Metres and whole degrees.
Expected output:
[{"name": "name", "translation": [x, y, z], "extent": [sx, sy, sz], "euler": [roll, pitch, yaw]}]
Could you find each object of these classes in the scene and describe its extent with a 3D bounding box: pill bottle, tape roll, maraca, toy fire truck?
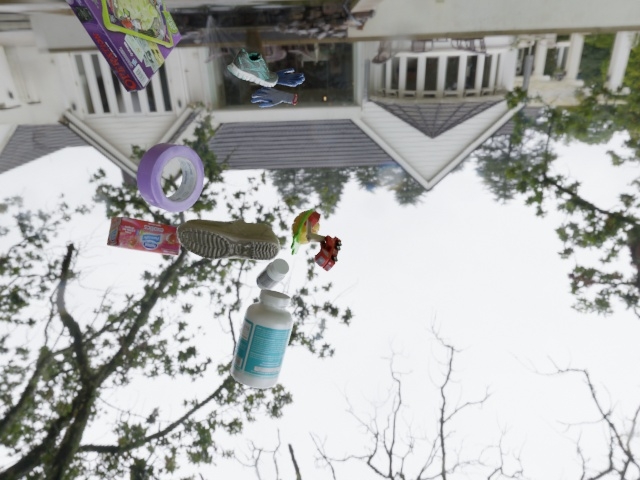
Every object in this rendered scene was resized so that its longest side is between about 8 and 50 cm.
[{"name": "pill bottle", "translation": [-0.171, 0.122, 1.584], "extent": [0.078, 0.137, 0.078], "euler": [19, -128, -25]}, {"name": "pill bottle", "translation": [-0.164, 0.282, 1.290], "extent": [0.146, 0.264, 0.146], "euler": [15, -176, -1]}, {"name": "tape roll", "translation": [-0.608, -0.257, 1.805], "extent": [0.090, 0.275, 0.275], "euler": [14, -151, 28]}, {"name": "maraca", "translation": [-0.061, -0.031, 1.563], "extent": [0.099, 0.127, 0.186], "euler": [19, -121, 17]}, {"name": "toy fire truck", "translation": [0.000, 0.000, 1.385], "extent": [0.135, 0.047, 0.192], "euler": [35, -147, -11]}]

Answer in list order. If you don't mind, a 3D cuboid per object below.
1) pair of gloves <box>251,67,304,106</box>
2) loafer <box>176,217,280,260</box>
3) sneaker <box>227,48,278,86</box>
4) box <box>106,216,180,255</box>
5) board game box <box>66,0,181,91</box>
[{"name": "pair of gloves", "translation": [-0.140, -0.511, 1.471], "extent": [0.159, 0.023, 0.198], "euler": [7, -123, 9]}, {"name": "loafer", "translation": [-0.240, -0.008, 1.169], "extent": [0.268, 0.102, 0.092], "euler": [10, -142, -10]}, {"name": "sneaker", "translation": [-0.173, -0.481, 1.223], "extent": [0.166, 0.076, 0.065], "euler": [-7, -131, -51]}, {"name": "box", "translation": [-0.712, -0.015, 1.794], "extent": [0.128, 0.123, 0.257], "euler": [2, 172, 45]}, {"name": "board game box", "translation": [-0.390, -0.480, 0.803], "extent": [0.056, 0.347, 0.208], "euler": [4, -127, 21]}]
